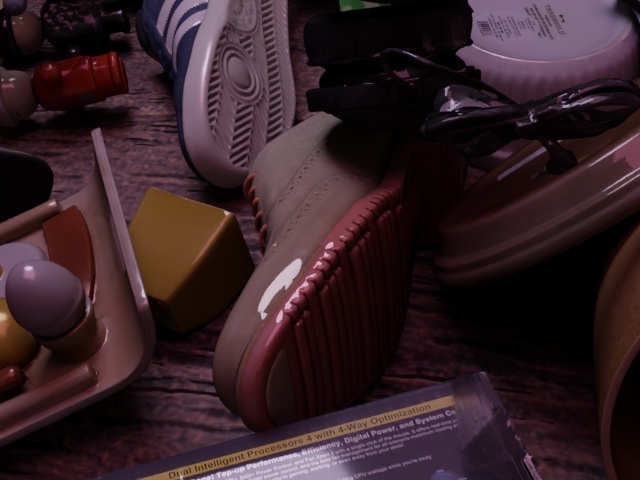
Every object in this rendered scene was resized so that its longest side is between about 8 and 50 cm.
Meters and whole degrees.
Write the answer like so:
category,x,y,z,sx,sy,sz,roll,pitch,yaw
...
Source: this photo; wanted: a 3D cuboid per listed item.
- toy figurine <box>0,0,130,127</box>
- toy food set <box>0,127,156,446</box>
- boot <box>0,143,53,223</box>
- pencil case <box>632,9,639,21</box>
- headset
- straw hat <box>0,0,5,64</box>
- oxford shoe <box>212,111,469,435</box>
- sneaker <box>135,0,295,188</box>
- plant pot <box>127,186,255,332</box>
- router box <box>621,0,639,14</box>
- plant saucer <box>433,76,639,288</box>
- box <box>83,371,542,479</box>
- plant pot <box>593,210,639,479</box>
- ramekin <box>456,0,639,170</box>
category,x,y,z,sx,sy,sz,roll,pitch,yaw
toy figurine,-0.283,-0.239,1.016,0.148,0.209,0.213,-12,41,1
toy food set,-0.275,0.049,0.744,0.306,0.092,0.219,-25,44,-2
boot,-0.366,-0.083,0.875,0.179,0.085,0.236,25,5,34
pencil case,0.340,-0.328,1.014,0.124,0.273,0.113,15,39,11
headset,0.075,-0.179,0.723,0.185,0.243,0.394,-7,38,-2
straw hat,-0.411,-0.224,1.113,0.061,0.144,0.144,-19,23,49
oxford shoe,0.000,0.000,0.789,0.147,0.140,0.397,9,33,20
sneaker,-0.117,-0.181,1.018,0.148,0.131,0.350,-21,47,28
plant pot,-0.111,0.022,0.808,0.082,0.081,0.083,17,60,23
router box,0.416,-0.153,0.867,0.243,0.081,0.308,10,32,-34
plant saucer,0.194,-0.058,0.762,0.278,0.041,0.278,-35,6,4
box,-0.039,0.253,0.531,0.395,0.097,0.318,-14,45,-10
plant pot,0.273,0.040,0.667,0.237,0.237,0.254,-3,27,2
ramekin,0.199,-0.163,0.960,0.207,0.109,0.207,-3,42,2
